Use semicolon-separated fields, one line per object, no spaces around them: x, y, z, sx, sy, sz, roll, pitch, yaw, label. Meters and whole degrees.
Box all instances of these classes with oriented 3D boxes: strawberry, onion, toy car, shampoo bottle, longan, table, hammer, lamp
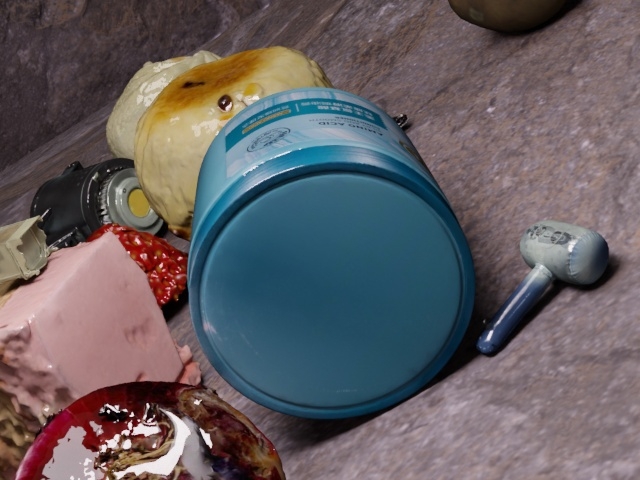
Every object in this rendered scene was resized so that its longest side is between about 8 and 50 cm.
-0.347;0.062;1.866;0.234;0.178;0.234;-38;16;13;strawberry
-0.185;0.297;1.144;0.314;0.232;0.313;0;56;-1;onion
0.130;-0.212;1.973;0.041;0.025;0.093;-48;24;-25;toy car
0.000;0.000;1.359;0.331;0.331;0.342;-31;22;7;shampoo bottle
0.354;-0.495;1.995;0.248;0.248;0.248;-28;24;14;longan
-0.420;0.017;1.469;0.083;0.062;0.079;-16;24;18;table
0.251;0.059;1.265;0.194;0.069;0.116;-48;26;-11;hammer
-0.447;-0.060;2.208;0.272;0.205;0.374;-21;24;23;lamp

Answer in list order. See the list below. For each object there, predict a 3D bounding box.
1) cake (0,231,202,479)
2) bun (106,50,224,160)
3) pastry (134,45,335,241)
-0.383;0.184;1.530;0.307;0.314;0.293;-20;25;33;cake
-0.297;-0.285;2.309;0.349;0.227;0.352;-14;5;-5;bun
-0.120;-0.138;1.800;0.389;0.312;0.388;-17;32;11;pastry
